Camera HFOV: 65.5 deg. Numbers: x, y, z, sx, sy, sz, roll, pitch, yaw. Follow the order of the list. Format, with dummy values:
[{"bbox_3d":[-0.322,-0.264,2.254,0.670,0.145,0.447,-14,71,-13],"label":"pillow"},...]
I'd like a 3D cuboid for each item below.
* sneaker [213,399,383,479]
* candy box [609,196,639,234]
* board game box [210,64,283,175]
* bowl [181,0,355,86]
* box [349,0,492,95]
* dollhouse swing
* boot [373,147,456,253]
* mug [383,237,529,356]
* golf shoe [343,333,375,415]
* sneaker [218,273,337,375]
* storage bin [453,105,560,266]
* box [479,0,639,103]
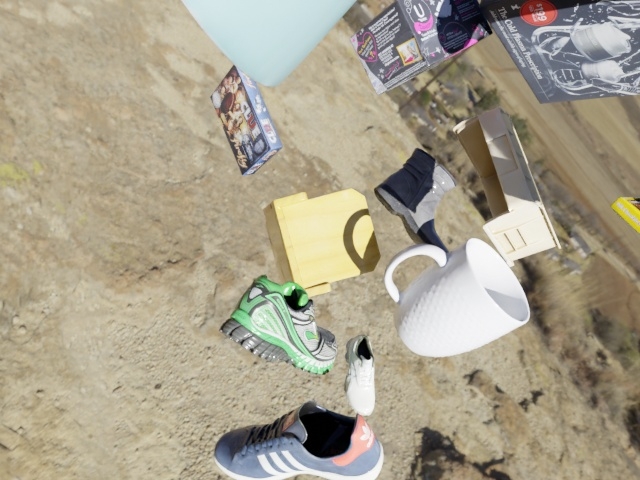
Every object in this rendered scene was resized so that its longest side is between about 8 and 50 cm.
[{"bbox_3d":[-0.060,0.378,0.964,0.131,0.350,0.148,-74,152,-54],"label":"sneaker"},{"bbox_3d":[0.547,-0.026,0.789,0.206,0.027,0.105,-4,51,-39],"label":"candy box"},{"bbox_3d":[-0.199,-0.316,1.314,0.042,0.165,0.243,-19,83,-40],"label":"board game box"},{"bbox_3d":[-0.052,-0.340,0.514,0.311,0.163,0.311,54,22,-35],"label":"bowl"},{"bbox_3d":[0.212,-0.436,1.056,0.247,0.163,0.142,-34,101,-33],"label":"box"},{"bbox_3d":[0.000,0.000,1.791,0.305,0.315,0.346,-16,90,-16],"label":"dollhouse swing"},{"bbox_3d":[0.351,-0.112,1.569,0.338,0.223,0.118,50,-5,-8],"label":"boot"},{"bbox_3d":[0.354,0.162,1.459,0.374,0.328,0.276,42,33,-13],"label":"mug"},{"bbox_3d":[0.090,0.292,1.099,0.069,0.086,0.176,1,61,-13],"label":"golf shoe"},{"bbox_3d":[-0.045,0.172,0.993,0.134,0.146,0.343,27,-7,31],"label":"sneaker"},{"bbox_3d":[0.416,-0.118,1.117,0.260,0.123,0.262,35,41,-50],"label":"storage bin"},{"bbox_3d":[0.553,-0.457,0.997,0.343,0.312,0.179,32,74,-39],"label":"box"}]
